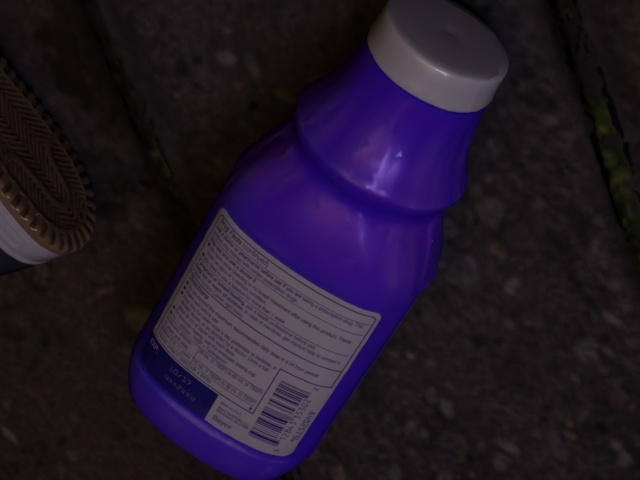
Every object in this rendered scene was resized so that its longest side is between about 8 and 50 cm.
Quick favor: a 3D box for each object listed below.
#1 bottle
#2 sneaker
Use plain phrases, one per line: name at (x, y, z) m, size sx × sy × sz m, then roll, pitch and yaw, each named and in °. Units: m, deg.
bottle at (0.000, 0.000, 0.947) m, size 0.118 × 0.092 × 0.283 m, roll 33°, pitch 126°, yaw 4°
sneaker at (-0.258, -0.088, 1.014) m, size 0.153 × 0.099 × 0.282 m, roll -22°, pitch 109°, yaw 31°
